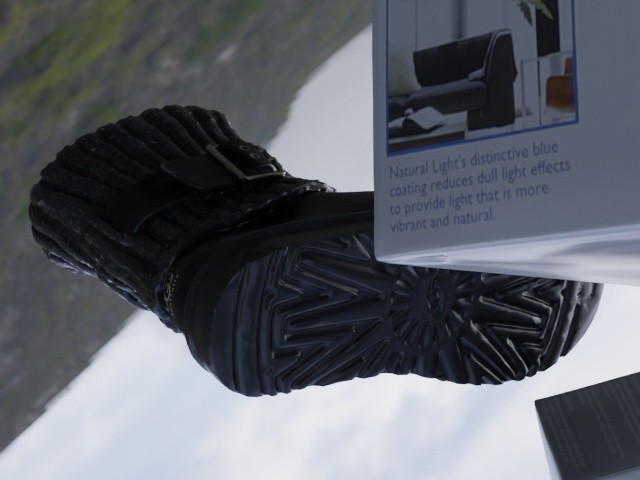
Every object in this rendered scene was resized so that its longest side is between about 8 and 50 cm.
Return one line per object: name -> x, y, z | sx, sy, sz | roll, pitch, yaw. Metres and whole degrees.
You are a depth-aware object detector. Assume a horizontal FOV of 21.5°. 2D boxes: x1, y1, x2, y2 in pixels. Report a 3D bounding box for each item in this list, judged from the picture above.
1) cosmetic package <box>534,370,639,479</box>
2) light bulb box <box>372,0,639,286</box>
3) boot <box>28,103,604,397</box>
cosmetic package -> 0.275, 0.143, 1.141 | 0.238, 0.107, 0.127 | -13, -158, 4
light bulb box -> 0.220, -0.162, 0.843 | 0.358, 0.361, 0.225 | 6, 171, -43
boot -> 0.000, -0.004, 1.167 | 0.348, 0.131, 0.260 | 0, -162, -34
